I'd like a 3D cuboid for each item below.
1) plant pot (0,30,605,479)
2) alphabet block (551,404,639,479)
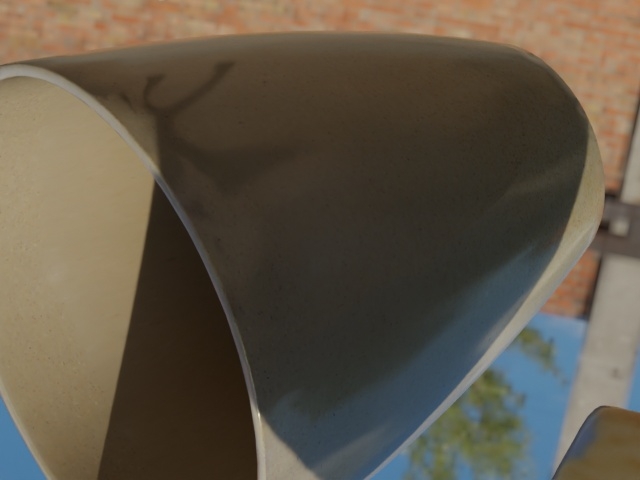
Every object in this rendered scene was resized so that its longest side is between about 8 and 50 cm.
[{"bbox_3d":[0.000,0.000,0.872,0.274,0.256,0.256,-23,-148,-34],"label":"plant pot"},{"bbox_3d":[0.152,0.187,0.513,0.197,0.193,0.192,6,-129,43],"label":"alphabet block"}]
